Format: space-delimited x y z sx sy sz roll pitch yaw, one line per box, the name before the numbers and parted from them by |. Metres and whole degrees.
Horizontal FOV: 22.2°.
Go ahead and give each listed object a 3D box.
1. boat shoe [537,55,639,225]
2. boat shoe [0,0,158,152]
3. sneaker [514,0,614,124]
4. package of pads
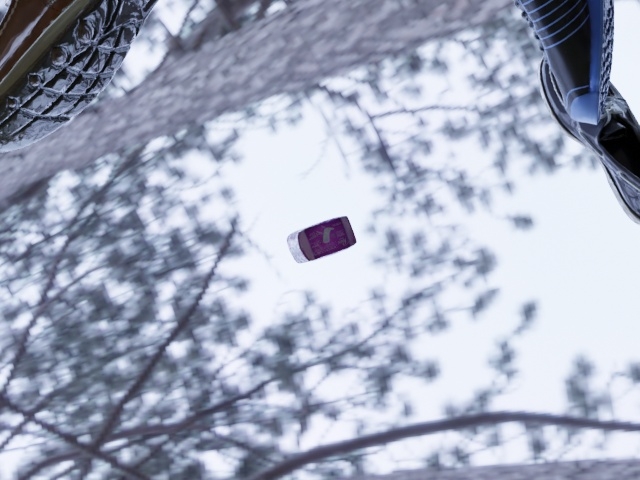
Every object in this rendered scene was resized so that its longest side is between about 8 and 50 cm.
boat shoe | 0.287 -0.110 1.585 0.075 0.065 0.206 -28 -103 -17
boat shoe | -0.218 -0.221 1.432 0.120 0.122 0.324 30 -111 16
sneaker | 0.214 -0.215 1.466 0.081 0.091 0.232 -55 -36 -57
package of pads | 0.000 0.000 1.445 0.050 0.083 0.032 -20 -89 -8
